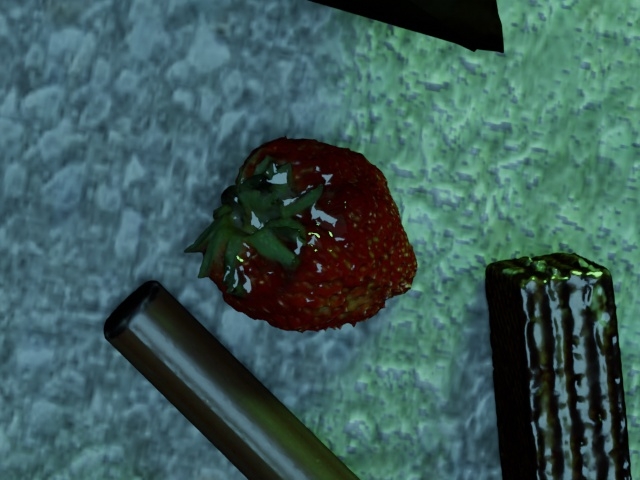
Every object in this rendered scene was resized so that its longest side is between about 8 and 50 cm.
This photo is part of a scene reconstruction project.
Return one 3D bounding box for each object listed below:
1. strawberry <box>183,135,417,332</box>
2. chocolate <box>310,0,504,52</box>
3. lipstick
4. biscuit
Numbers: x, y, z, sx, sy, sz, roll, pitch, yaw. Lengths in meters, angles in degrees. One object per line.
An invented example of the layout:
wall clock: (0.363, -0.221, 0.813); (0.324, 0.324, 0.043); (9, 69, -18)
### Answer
strawberry: (-0.006, -0.003, 1.301); (0.131, 0.148, 0.131); (-2, 85, 30)
chocolate: (-0.011, -0.311, 1.150); (0.314, 0.326, 0.297); (20, 99, -51)
lipstick: (-0.009, 0.167, 1.340); (0.057, 0.057, 0.357); (-44, 98, 1)
biscuit: (0.165, 0.134, 1.329); (0.070, 0.106, 0.252); (-7, 98, -7)
